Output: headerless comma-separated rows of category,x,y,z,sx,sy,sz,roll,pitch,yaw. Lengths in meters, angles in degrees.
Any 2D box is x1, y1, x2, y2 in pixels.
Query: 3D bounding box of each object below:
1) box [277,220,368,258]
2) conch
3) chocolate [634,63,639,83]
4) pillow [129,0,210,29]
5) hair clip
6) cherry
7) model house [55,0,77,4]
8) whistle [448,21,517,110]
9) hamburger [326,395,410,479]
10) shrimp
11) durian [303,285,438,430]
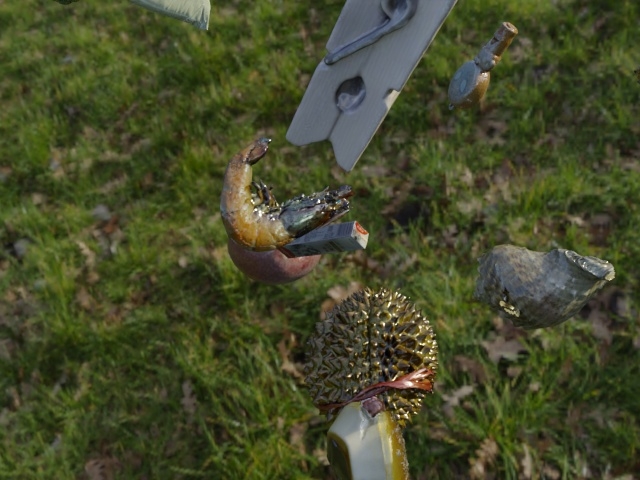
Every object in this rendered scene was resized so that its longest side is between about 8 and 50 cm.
box,0.000,0.000,1.765,0.218,0.055,0.039,-9,54,39
conch,0.313,0.056,1.144,0.207,0.130,0.155,-20,-9,32
chocolate,0.662,-0.346,1.440,0.219,0.085,0.085,-42,37,-5
pillow,-0.315,-0.505,1.553,0.078,0.144,0.254,-10,-16,44
hair clip,0.066,-0.211,0.778,0.101,0.331,0.085,28,38,-4
cherry,-0.137,0.007,2.266,0.307,0.221,0.261,16,16,43
model house,-0.370,-0.443,1.057,0.170,0.194,0.211,-30,-12,5
whistle,0.341,-0.362,1.732,0.057,0.220,0.107,20,33,-22
hamburger,0.077,0.326,1.207,0.116,0.210,0.173,-16,57,-10
shrimp,-0.068,-0.103,1.622,0.290,0.222,0.054,-17,12,-23
durian,0.125,0.311,2.016,0.348,0.347,0.384,2,63,18
